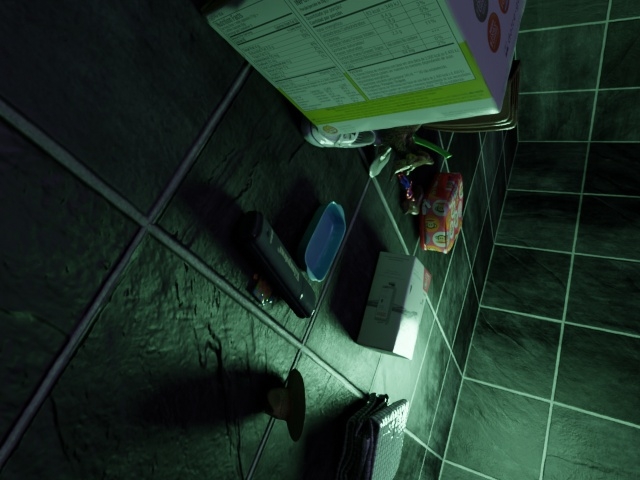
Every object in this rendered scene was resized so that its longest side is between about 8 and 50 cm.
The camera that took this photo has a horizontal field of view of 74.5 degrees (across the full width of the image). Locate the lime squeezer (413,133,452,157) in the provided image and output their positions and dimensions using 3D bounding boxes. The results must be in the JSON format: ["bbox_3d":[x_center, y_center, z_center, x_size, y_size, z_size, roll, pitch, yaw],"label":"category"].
[{"bbox_3d":[0.257,-0.355,1.213,0.059,0.110,0.310,-23,86,-38],"label":"lime squeezer"}]

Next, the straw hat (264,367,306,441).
[{"bbox_3d":[-0.079,0.324,0.836,0.061,0.144,0.144,8,90,-18],"label":"straw hat"}]

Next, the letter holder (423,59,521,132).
[{"bbox_3d":[0.425,-0.401,1.274,0.152,0.302,0.214,-52,139,-40],"label":"letter holder"}]

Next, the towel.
[{"bbox_3d":[0.146,0.611,1.240,0.235,0.121,0.283,0,99,-57],"label":"towel"}]

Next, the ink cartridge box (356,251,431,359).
[{"bbox_3d":[0.229,0.202,1.274,0.207,0.117,0.282,38,64,-56],"label":"ink cartridge box"}]

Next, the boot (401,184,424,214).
[{"bbox_3d":[0.305,-0.138,1.402,0.114,0.037,0.106,2,93,-54],"label":"boot"}]

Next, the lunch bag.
[{"bbox_3d":[0.452,-0.123,1.555,0.293,0.120,0.258,-51,140,-45],"label":"lunch bag"}]

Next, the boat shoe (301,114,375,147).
[{"bbox_3d":[0.047,-0.242,0.904,0.226,0.076,0.083,-17,112,-57],"label":"boat shoe"}]

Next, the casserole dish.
[{"bbox_3d":[0.000,0.000,0.924,0.188,0.037,0.114,-65,145,-27],"label":"casserole dish"}]

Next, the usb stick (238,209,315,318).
[{"bbox_3d":[-0.074,0.056,0.799,0.278,0.045,0.077,61,31,-45],"label":"usb stick"}]

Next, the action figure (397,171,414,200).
[{"bbox_3d":[0.275,-0.171,1.331,0.115,0.030,0.038,61,41,-34],"label":"action figure"}]

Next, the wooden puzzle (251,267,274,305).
[{"bbox_3d":[-0.107,0.090,0.795,0.049,0.006,0.083,-64,145,-28],"label":"wooden puzzle"}]

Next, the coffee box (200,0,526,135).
[{"bbox_3d":[0.091,-0.406,0.645,0.334,0.338,0.337,31,70,-47],"label":"coffee box"}]

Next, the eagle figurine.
[{"bbox_3d":[0.195,-0.321,1.071,0.298,0.225,0.226,66,-10,2],"label":"eagle figurine"}]
